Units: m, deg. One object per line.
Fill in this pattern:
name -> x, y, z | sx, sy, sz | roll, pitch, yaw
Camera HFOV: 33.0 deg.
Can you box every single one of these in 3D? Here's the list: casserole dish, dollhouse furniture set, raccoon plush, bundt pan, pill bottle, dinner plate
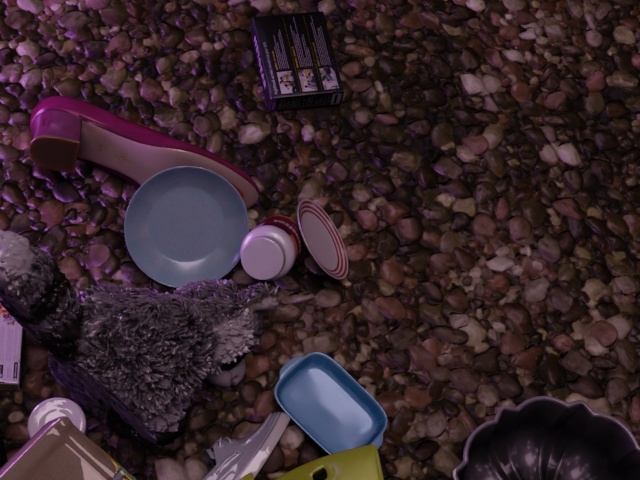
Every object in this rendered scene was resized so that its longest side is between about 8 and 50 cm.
casserole dish -> 0.013, 0.255, 1.628 | 0.188, 0.037, 0.114 | 43, 64, 12
dollhouse furniture set -> -0.350, 0.383, 1.276 | 0.197, 0.151, 0.301 | 42, 54, 1
raccoon plush -> -0.228, 0.079, 1.487 | 0.216, 0.446, 0.299 | 21, 59, 32
bundt pan -> 0.332, 0.400, 1.559 | 0.330, 0.124, 0.331 | 4, 62, -9
pill bottle -> -0.075, 0.014, 1.663 | 0.086, 0.152, 0.086 | 2, 101, 8
dinner plate -> 0.000, 0.000, 1.719 | 0.017, 0.141, 0.141 | -27, 63, 24
pill bottle -> -0.361, 0.275, 1.495 | 0.078, 0.137, 0.078 | 4, 62, -7

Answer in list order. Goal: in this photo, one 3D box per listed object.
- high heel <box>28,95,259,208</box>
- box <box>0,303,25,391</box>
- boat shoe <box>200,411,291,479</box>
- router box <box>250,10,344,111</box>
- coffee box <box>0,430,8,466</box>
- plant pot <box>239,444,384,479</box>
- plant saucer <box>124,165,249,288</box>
high heel -> -0.281, -0.152, 1.756 | 0.377, 0.127, 0.181 | 18, 29, -17
box -> -0.497, 0.121, 1.607 | 0.114, 0.036, 0.207 | 1, 63, -9
boat shoe -> -0.132, 0.323, 1.543 | 0.081, 0.079, 0.227 | 37, 66, 5
router box -> -0.042, -0.318, 1.905 | 0.133, 0.046, 0.179 | -7, 64, -13
coffee box -> -0.585, 0.268, 1.443 | 0.297, 0.168, 0.119 | -14, 66, -16
plant pot -> -0.012, 0.418, 1.440 | 0.207, 0.228, 0.227 | -7, 65, -7
plant saucer -> -0.210, -0.023, 1.694 | 0.194, 0.037, 0.195 | -2, 102, -10
